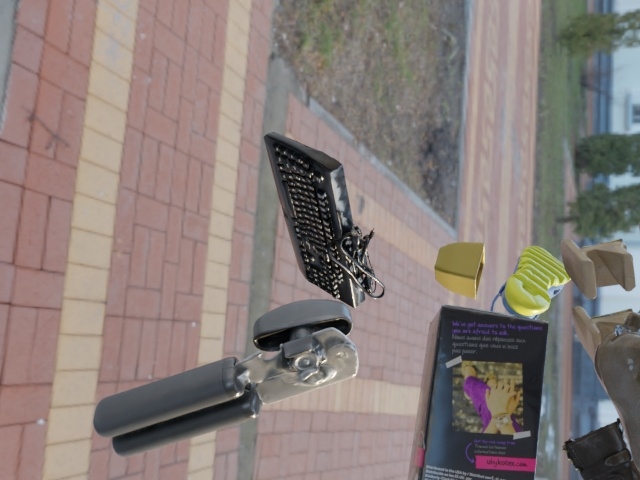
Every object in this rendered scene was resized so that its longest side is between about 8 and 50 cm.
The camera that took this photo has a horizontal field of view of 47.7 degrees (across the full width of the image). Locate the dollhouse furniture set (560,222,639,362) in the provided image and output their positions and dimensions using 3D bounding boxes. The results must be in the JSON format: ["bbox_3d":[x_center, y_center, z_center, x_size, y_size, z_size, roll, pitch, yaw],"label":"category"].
[{"bbox_3d":[0.640,0.132,1.300,0.256,0.362,0.394,-80,157,-72],"label":"dollhouse furniture set"}]

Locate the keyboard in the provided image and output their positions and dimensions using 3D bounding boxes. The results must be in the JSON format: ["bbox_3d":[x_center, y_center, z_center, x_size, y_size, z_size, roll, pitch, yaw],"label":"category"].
[{"bbox_3d":[0.000,0.000,0.606,0.038,0.100,0.192,-52,150,-26],"label":"keyboard"}]

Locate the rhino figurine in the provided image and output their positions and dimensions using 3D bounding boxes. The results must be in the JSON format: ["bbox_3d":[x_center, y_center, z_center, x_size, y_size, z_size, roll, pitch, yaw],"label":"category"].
[{"bbox_3d":[0.361,0.195,0.753,0.106,0.073,0.243,-19,85,-23],"label":"rhino figurine"}]

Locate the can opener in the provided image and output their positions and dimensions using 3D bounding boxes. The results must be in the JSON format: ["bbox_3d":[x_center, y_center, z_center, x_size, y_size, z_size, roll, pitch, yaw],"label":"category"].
[{"bbox_3d":[-0.096,0.140,0.758,0.095,0.283,0.076,-97,165,-51],"label":"can opener"}]

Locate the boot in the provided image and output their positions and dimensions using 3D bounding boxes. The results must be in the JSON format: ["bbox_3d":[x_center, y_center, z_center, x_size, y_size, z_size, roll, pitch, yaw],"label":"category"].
[{"bbox_3d":[0.568,0.513,1.475,0.091,0.263,0.229,11,41,-51],"label":"boot"}]

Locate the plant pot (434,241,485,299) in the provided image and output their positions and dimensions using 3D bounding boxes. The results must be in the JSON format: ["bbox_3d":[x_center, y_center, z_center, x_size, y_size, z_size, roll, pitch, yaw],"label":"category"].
[{"bbox_3d":[0.260,0.050,1.361,0.081,0.083,0.082,72,34,-55],"label":"plant pot"}]

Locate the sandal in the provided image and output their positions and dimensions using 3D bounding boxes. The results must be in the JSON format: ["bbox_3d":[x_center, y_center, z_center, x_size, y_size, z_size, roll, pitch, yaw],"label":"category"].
[{"bbox_3d":[0.464,0.113,1.632,0.317,0.126,0.138,-27,150,-51],"label":"sandal"}]

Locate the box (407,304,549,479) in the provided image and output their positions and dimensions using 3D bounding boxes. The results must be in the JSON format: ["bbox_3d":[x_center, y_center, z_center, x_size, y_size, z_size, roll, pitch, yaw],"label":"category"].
[{"bbox_3d":[0.201,0.237,0.954,0.165,0.143,0.271,81,19,-75],"label":"box"}]
